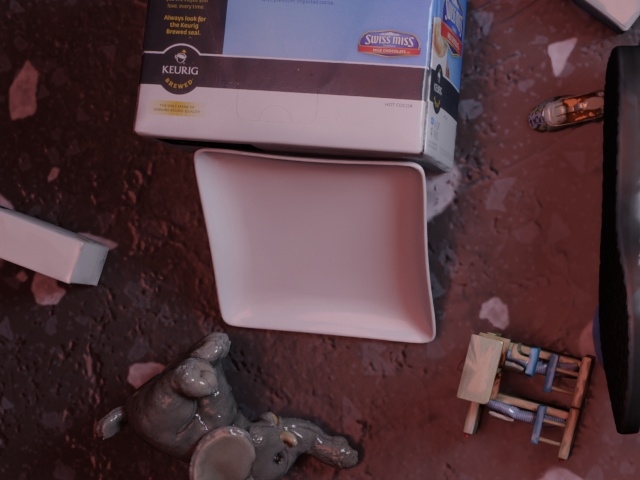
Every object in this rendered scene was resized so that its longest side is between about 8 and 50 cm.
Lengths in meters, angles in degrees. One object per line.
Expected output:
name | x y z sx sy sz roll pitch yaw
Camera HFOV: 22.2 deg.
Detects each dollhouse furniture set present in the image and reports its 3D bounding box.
dollhouse furniture set | 0.235 0.184 1.888 0.129 0.183 0.129 14 91 14

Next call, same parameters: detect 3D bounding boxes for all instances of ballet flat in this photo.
ballet flat | 0.303 -0.159 1.958 0.114 0.041 0.041 -12 85 13

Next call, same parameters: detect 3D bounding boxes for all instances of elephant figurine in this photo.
elephant figurine | -0.111 0.247 1.996 0.186 0.169 0.239 -33 97 39

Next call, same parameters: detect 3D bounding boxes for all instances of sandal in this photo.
sandal | 0.378 -0.001 1.848 0.107 0.167 0.446 1 88 2

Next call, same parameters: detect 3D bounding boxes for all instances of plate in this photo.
plate | 0.000 0.000 1.960 0.277 0.045 0.278 4 129 14

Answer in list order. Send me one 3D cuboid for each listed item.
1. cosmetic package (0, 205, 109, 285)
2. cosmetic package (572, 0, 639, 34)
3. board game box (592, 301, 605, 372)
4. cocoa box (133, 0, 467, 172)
cosmetic package | -0.401 -0.009 2.095 0.239 0.099 0.060 20 93 13
cosmetic package | 0.300 -0.360 1.918 0.238 0.107 0.127 38 96 -1
board game box | 0.408 0.111 1.927 0.168 0.033 0.133 16 93 21
cocoa box | -0.016 -0.214 1.939 0.347 0.231 0.228 5 88 14
